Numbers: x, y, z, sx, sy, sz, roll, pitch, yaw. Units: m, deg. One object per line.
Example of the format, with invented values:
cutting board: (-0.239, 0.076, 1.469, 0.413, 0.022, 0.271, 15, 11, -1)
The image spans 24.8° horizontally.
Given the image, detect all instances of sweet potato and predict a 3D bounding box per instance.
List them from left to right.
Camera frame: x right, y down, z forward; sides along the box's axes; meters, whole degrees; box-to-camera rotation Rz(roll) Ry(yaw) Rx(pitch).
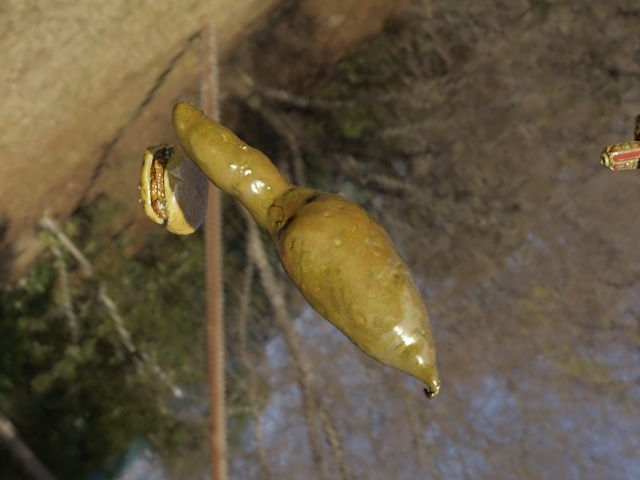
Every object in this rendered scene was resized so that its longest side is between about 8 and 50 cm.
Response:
sweet potato: (-0.001, -0.002, 0.993, 0.075, 0.269, 0.075, -41, 166, -12)

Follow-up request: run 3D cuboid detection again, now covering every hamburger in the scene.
hamburger: (-0.124, -0.044, 1.249, 0.044, 0.076, 0.083, 3, 176, 14)

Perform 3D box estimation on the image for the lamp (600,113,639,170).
lamp: (0.243, -0.069, 1.032, 0.083, 0.063, 0.031, -43, 150, -33)
